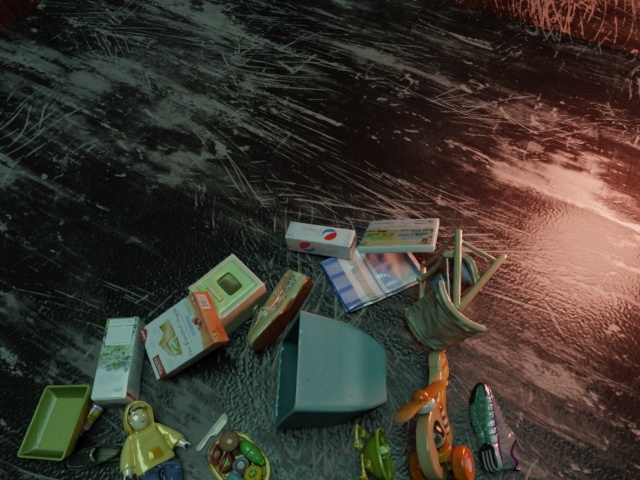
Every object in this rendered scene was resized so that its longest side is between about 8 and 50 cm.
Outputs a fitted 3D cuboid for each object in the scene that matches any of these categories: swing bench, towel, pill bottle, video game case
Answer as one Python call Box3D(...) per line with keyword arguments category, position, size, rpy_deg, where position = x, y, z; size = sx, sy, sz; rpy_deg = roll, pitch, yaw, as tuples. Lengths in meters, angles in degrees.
Box3D(category="swing bench", position=(0.357, 0.150, 1.371), size=(0.165, 0.253, 0.254), rpy_deg=(29, 61, 1))
Box3D(category="towel", position=(0.165, 0.092, 1.560), size=(0.285, 0.034, 0.209), rpy_deg=(-22, 59, -11))
Box3D(category="pill bottle", position=(-0.632, 0.483, 1.334), size=(0.043, 0.043, 0.083), rpy_deg=(24, 62, 16))
Box3D(category="video game case", position=(0.248, -0.015, 1.538), size=(0.227, 0.026, 0.206), rpy_deg=(-1, 24, 18))

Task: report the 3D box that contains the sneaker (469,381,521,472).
Box3D(category="sneaker", position=(0.459, 0.489, 1.295), size=(0.098, 0.083, 0.223), rpy_deg=(12, 59, -19))

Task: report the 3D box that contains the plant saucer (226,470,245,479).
Box3D(category="plant saucer", position=(-0.244, 0.664, 1.194), size=(0.067, 0.018, 0.192), rpy_deg=(29, 82, 19))

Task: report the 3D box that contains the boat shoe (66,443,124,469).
Box3D(category="boat shoe", position=(-0.588, 0.558, 1.283), size=(0.152, 0.049, 0.056), rpy_deg=(-14, 59, -6))

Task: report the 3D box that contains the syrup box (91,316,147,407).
Box3D(category="syrup box", position=(-0.559, 0.342, 1.389), size=(0.093, 0.096, 0.236), rpy_deg=(-4, 59, 1))

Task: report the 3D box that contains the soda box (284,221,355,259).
Box3D(category="soda box", position=(0.000, 0.000, 1.582), size=(0.216, 0.073, 0.069), rpy_deg=(9, 54, 15))

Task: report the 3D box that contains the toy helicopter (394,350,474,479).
Box3D(category="toy helicopter", position=(0.285, 0.422, 1.259), size=(0.140, 0.235, 0.355), rpy_deg=(-17, 33, 29))

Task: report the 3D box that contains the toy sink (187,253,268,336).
Box3D(category="toy sink", position=(-0.294, 0.180, 1.461), size=(0.234, 0.131, 0.153), rpy_deg=(-39, 64, -20))

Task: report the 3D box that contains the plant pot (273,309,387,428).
Box3D(category="plant pot", position=(0.032, 0.356, 1.289), size=(0.253, 0.247, 0.247), rpy_deg=(11, 57, -13))

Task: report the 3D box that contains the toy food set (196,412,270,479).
Box3D(category="toy food set", position=(-0.225, 0.554, 1.262), size=(0.218, 0.071, 0.128), rpy_deg=(38, 66, 22))

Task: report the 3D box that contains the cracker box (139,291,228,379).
Box3D(category="cracker box", position=(-0.383, 0.264, 1.368), size=(0.232, 0.067, 0.155), rpy_deg=(-35, 71, 21))

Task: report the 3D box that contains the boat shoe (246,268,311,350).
Box3D(category="boat shoe", position=(-0.134, 0.204, 1.467), size=(0.089, 0.104, 0.285), rpy_deg=(25, 52, 21))

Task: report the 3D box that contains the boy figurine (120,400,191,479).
Box3D(category="boy figurine", position=(-0.423, 0.537, 1.259), size=(0.177, 0.092, 0.285), rpy_deg=(-13, 58, -33))

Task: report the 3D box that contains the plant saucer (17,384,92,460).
Box3D(category="plant saucer", position=(-0.689, 0.482, 1.305), size=(0.188, 0.045, 0.188), rpy_deg=(-10, 55, 27))

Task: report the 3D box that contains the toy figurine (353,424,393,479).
Box3D(category="toy figurine", position=(0.074, 0.641, 1.138), size=(0.217, 0.191, 0.362), rpy_deg=(-33, 46, 24))
